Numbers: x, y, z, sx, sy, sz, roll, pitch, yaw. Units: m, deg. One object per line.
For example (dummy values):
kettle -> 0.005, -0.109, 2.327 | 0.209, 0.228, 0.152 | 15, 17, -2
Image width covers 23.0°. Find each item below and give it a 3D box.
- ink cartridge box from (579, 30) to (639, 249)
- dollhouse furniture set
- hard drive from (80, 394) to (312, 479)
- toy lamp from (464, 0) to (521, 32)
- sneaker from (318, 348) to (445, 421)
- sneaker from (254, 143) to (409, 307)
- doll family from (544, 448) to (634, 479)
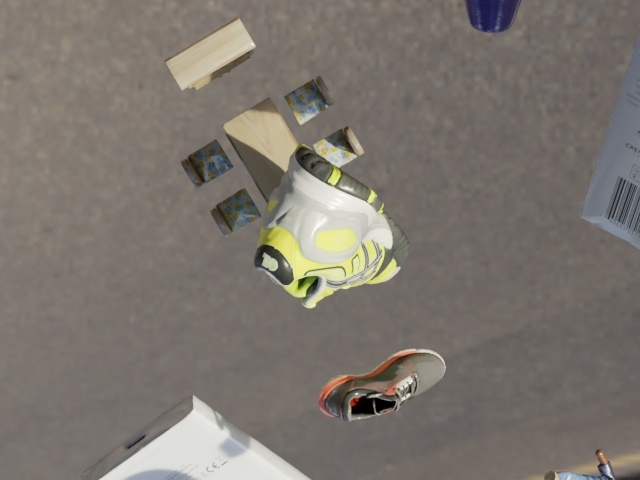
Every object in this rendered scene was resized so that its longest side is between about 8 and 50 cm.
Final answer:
ink cartridge box -> 0.439, -0.129, 1.575 | 0.309, 0.272, 0.130 | -5, -151, -42
dollhouse furniture set -> -0.088, -0.151, 2.016 | 0.212, 0.242, 0.161 | -31, -175, 1
hard drive -> -0.137, 0.341, 2.080 | 0.203, 0.040, 0.307 | -36, 126, 20
toy lamp -> 0.191, -0.358, 1.694 | 0.080, 0.080, 0.275 | 0, 122, 3
sneaker -> 0.078, 0.169, 1.730 | 0.158, 0.061, 0.065 | -19, -153, -24
sneaker -> 0.000, 0.000, 1.841 | 0.145, 0.147, 0.384 | 35, 178, 18
doll family -> 0.279, 0.314, 1.607 | 0.111, 0.193, 0.076 | 6, -172, -21
